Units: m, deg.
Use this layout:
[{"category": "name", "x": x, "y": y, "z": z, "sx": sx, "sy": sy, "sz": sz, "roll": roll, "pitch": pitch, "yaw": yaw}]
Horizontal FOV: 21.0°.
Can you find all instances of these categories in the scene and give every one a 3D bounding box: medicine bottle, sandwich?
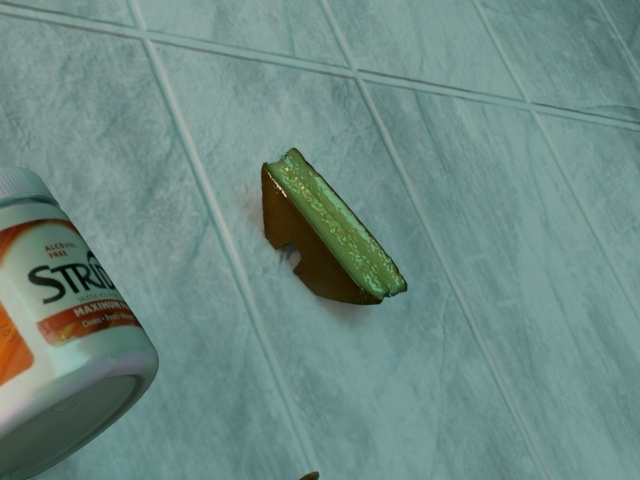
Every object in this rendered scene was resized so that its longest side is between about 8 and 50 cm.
[{"category": "medicine bottle", "x": -0.321, "y": 0.094, "z": 1.695, "sx": 0.252, "sy": 0.252, "sz": 0.241, "roll": -18, "pitch": 67, "yaw": -51}, {"category": "sandwich", "x": 0.000, "y": 0.000, "z": 2.257, "sx": 0.244, "sy": 0.088, "sz": 0.090, "roll": 52, "pitch": 44, "yaw": 4}]

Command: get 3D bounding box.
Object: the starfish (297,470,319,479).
[{"category": "starfish", "x": -0.049, "y": 0.385, "z": 1.817, "sx": 0.301, "sy": 0.084, "sz": 0.293, "roll": 1, "pitch": 52, "yaw": -49}]
